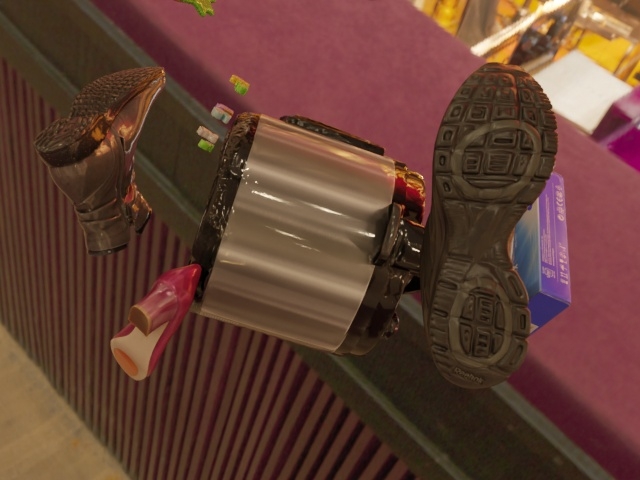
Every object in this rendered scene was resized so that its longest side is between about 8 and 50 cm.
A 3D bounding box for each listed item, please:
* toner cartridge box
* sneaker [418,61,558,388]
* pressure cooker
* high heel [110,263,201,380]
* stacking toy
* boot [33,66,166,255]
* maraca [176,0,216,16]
[{"bbox_3d":[0.434,0.021,1.561,0.075,0.165,0.348,23,49,-13],"label":"toner cartridge box"},{"bbox_3d":[0.133,-0.018,0.680,0.109,0.130,0.286,11,88,-6],"label":"sneaker"},{"bbox_3d":[-0.002,0.006,1.298,0.420,0.375,0.370,18,30,-7],"label":"pressure cooker"},{"bbox_3d":[-0.243,0.124,1.121,0.082,0.244,0.117,39,52,12],"label":"high heel"},{"bbox_3d":[-0.228,-0.297,1.723,0.052,0.167,0.221,31,11,-12],"label":"stacking toy"},{"bbox_3d":[-0.341,-0.141,1.271,0.118,0.222,0.338,1,37,24],"label":"boot"},{"bbox_3d":[-0.282,-0.537,1.534,0.186,0.099,0.127,37,46,-42],"label":"maraca"}]
